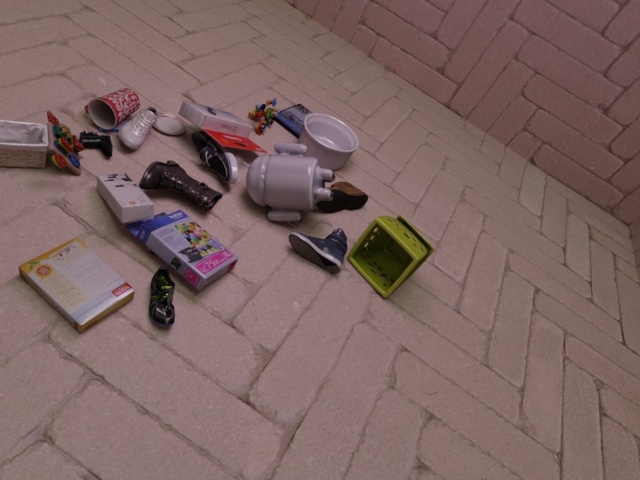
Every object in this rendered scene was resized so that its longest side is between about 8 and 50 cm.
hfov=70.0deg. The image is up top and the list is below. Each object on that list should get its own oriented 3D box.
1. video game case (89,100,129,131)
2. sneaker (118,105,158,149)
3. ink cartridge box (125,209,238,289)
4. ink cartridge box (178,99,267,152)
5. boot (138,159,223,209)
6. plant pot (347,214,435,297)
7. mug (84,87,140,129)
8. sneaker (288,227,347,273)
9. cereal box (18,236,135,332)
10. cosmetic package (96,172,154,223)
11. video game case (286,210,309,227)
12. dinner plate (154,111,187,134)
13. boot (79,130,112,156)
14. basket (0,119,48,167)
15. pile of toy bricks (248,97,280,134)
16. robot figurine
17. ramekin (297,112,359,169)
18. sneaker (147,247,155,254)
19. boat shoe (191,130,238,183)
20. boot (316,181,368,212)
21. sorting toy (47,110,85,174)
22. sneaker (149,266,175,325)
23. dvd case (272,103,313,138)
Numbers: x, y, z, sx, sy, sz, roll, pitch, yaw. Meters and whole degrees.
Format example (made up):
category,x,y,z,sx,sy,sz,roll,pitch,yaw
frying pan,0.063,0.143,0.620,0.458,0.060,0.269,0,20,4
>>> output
category,x,y,z,sx,sy,sz,roll,pitch,yaw
video game case,-0.799,-0.472,1.741,0.119,0.015,0.166,-9,55,-36
sneaker,-0.666,-0.432,1.693,0.090,0.115,0.232,38,36,-32
ink cartridge box,-0.430,0.007,1.435,0.311,0.065,0.186,36,29,8
ink cartridge box,-0.374,-0.455,1.840,0.261,0.066,0.296,36,20,21
boot,-0.470,-0.180,1.575,0.229,0.091,0.263,34,25,1
plant pot,0.280,0.043,1.735,0.227,0.228,0.207,48,38,19
mug,-0.774,-0.506,1.697,0.150,0.113,0.169,30,38,-4
sneaker,0.000,0.001,1.693,0.226,0.086,0.163,34,51,-12
cereal box,-0.651,0.114,1.230,0.240,0.047,0.173,40,42,9
cosmetic package,-0.615,-0.139,1.434,0.098,0.061,0.239,-15,39,-38
video game case,-0.106,-0.105,1.802,0.087,0.011,0.122,35,41,3
dinner plate,-0.613,-0.470,1.850,0.141,0.017,0.141,18,42,-17
boot,-0.784,-0.337,1.595,0.099,0.045,0.121,0,43,-34
basket,-0.941,-0.295,1.415,0.167,0.103,0.113,-3,52,-32
pile of toy bricks,-0.281,-0.588,2.116,0.105,0.118,0.212,6,47,20
robot figurine,-0.126,-0.218,1.715,0.353,0.300,0.200,6,-3,8
ramekin,0.027,-0.457,2.134,0.277,0.135,0.277,17,43,-17
sneaker,-0.523,0.009,1.423,0.035,0.031,0.083,-13,57,-39
boat shoe,-0.413,-0.324,1.760,0.102,0.108,0.301,-8,52,-37
boot,0.062,-0.193,1.928,0.305,0.112,0.115,-4,44,-45
sorting toy,-0.817,-0.310,1.483,0.046,0.132,0.275,-26,58,-1
sneaker,-0.447,0.156,1.289,0.067,0.078,0.188,3,49,-29
dvd case,-0.106,-0.600,2.280,0.180,0.022,0.253,39,42,10
